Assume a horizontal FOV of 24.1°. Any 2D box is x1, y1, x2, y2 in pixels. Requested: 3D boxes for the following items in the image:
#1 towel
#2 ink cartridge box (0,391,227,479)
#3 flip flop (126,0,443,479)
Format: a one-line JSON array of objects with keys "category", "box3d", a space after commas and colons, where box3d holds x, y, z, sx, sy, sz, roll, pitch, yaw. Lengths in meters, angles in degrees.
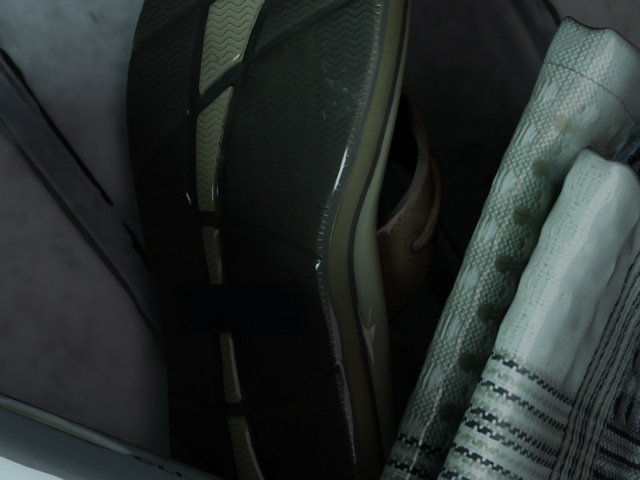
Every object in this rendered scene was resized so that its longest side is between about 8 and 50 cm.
[{"category": "towel", "box3d": [0.118, 0.114, 0.573, 0.312, 0.056, 0.324, 28, 81, -50]}, {"category": "ink cartridge box", "box3d": [-0.133, 0.179, 0.432, 0.197, 0.114, 0.272, 23, 84, -7]}, {"category": "flip flop", "box3d": [0.000, 0.000, 0.530, 0.080, 0.112, 0.277, -14, 103, -50]}]
